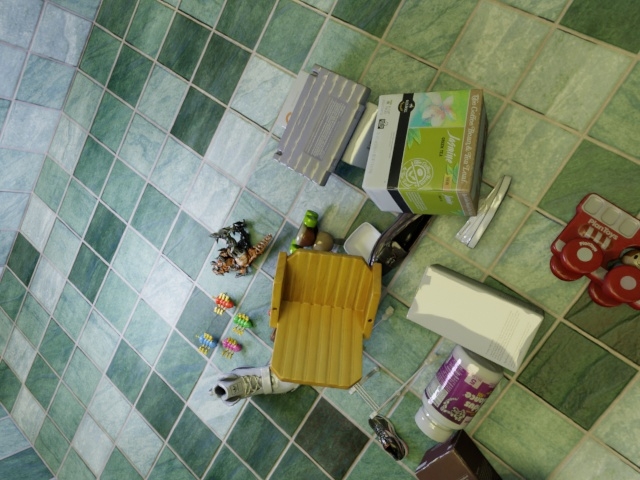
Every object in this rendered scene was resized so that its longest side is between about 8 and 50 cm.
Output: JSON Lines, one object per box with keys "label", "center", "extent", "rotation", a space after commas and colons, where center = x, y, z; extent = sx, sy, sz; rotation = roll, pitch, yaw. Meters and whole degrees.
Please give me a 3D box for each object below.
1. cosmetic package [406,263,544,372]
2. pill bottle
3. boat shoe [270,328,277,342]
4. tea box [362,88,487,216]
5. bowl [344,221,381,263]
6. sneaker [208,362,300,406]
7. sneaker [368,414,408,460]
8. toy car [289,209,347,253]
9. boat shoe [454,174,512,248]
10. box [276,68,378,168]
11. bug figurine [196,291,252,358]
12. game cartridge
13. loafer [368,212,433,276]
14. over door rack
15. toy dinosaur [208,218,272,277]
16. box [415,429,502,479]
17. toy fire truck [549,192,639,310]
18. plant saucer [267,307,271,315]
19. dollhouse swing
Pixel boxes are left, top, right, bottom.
{"label": "cosmetic package", "center": [0.486, 0.232, 1.445], "extent": [0.366, 0.155, 0.196], "rotation": [27, 102, 24]}
{"label": "pill bottle", "center": [0.436, 0.494, 1.468], "extent": [0.169, 0.169, 0.301], "rotation": [35, 106, 22]}
{"label": "boat shoe", "center": [-0.127, 0.252, 1.775], "extent": [0.123, 0.123, 0.341], "rotation": [18, 105, 24]}
{"label": "tea box", "center": [0.338, -0.268, 1.430], "extent": [0.324, 0.220, 0.328], "rotation": [5, 75, 25]}
{"label": "bowl", "center": [0.173, 0.022, 1.653], "extent": [0.142, 0.053, 0.142], "rotation": [-47, 71, 19]}
{"label": "sneaker", "center": [-0.258, 0.567, 1.793], "extent": [0.366, 0.210, 0.137], "rotation": [-12, 86, 26]}
{"label": "sneaker", "center": [0.238, 0.702, 1.622], "extent": [0.178, 0.077, 0.072], "rotation": [42, 107, 20]}
{"label": "toy car", "center": [0.000, 0.000, 1.722], "extent": [0.189, 0.149, 0.155], "rotation": [25, 108, -5]}
{"label": "boat shoe", "center": [0.517, -0.100, 1.456], "extent": [0.084, 0.095, 0.258], "rotation": [31, 103, 18]}
{"label": "box", "center": [0.052, -0.432, 1.640], "extent": [0.345, 0.168, 0.214], "rotation": [33, 106, 21]}
{"label": "bug figurine", "center": [-0.407, 0.370, 1.941], "extent": [0.216, 0.072, 0.278], "rotation": [27, 98, 17]}
{"label": "game cartridge", "center": [0.002, -0.386, 1.541], "extent": [0.230, 0.068, 0.355], "rotation": [32, 105, 18]}
{"label": "loafer", "center": [0.271, 0.000, 1.541], "extent": [0.302, 0.109, 0.095], "rotation": [-56, 27, 4]}
{"label": "over door rack", "center": [0.224, 0.432, 1.619], "extent": [0.324, 0.108, 0.239], "rotation": [-46, 72, 5]}
{"label": "toy dinosaur", "center": [-0.332, 0.036, 1.881], "extent": [0.322, 0.164, 0.218], "rotation": [-25, 95, 7]}
{"label": "box", "center": [0.448, 0.763, 1.468], "extent": [0.168, 0.167, 0.203], "rotation": [-44, 73, 21]}
{"label": "toy fire truck", "center": [0.824, 0.036, 1.282], "extent": [0.302, 0.169, 0.254], "rotation": [38, 88, 20]}
{"label": "plant saucer", "center": [-0.019, 0.259, 1.672], "extent": [0.259, 0.047, 0.258], "rotation": [39, 101, -11]}
{"label": "dollhouse swing", "center": [0.007, 0.248, 1.466], "extent": [0.347, 0.305, 0.315], "rotation": [8, 123, -1]}
